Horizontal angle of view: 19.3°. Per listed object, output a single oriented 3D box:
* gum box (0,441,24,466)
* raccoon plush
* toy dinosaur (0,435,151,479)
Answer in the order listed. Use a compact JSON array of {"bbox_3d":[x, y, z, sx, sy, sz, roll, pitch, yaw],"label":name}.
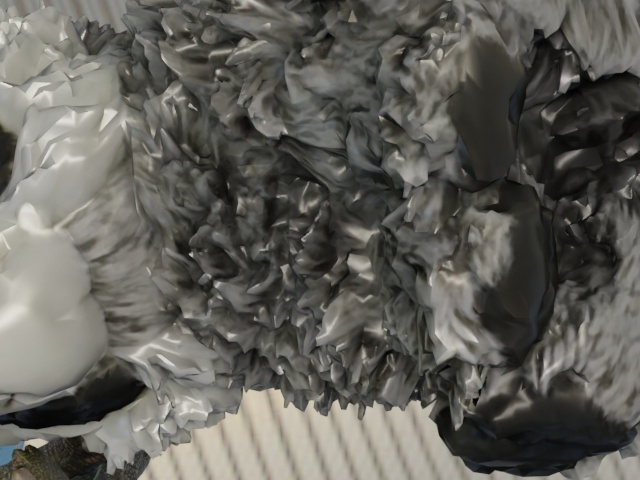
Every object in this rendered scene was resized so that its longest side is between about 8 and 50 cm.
[{"bbox_3d":[-0.286,0.196,1.285,0.041,0.184,0.157,39,44,-33],"label":"gum box"},{"bbox_3d":[0.032,-0.028,0.735,0.446,0.299,0.216,-11,92,-48],"label":"raccoon plush"},{"bbox_3d":[-0.125,0.146,0.777,0.121,0.313,0.160,34,108,-26],"label":"toy dinosaur"}]
